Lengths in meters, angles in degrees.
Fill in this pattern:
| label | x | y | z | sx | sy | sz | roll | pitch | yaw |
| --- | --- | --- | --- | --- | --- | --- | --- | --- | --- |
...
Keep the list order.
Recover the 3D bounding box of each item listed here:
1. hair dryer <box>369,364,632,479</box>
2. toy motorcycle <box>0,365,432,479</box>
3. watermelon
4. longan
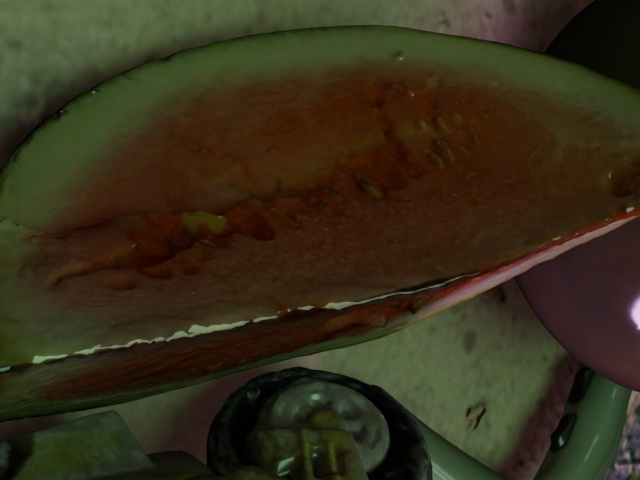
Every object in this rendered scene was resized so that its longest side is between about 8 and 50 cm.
| label | x | y | z | sx | sy | sz | roll | pitch | yaw |
| --- | --- | --- | --- | --- | --- | --- | --- | --- | --- |
| hair dryer | 0.094 | 0.103 | 0.718 | 0.219 | 0.088 | 0.225 | 24 | 70 | -37 |
| toy motorcycle | -0.063 | 0.154 | 0.486 | 0.340 | 0.223 | 0.108 | -15 | 135 | -34 |
| watermelon | -0.011 | -0.023 | 0.553 | 0.303 | 0.159 | 0.128 | -14 | 82 | -24 |
| longan | 0.180 | -0.033 | 0.674 | 0.196 | 0.196 | 0.220 | 14 | 98 | -42 |
